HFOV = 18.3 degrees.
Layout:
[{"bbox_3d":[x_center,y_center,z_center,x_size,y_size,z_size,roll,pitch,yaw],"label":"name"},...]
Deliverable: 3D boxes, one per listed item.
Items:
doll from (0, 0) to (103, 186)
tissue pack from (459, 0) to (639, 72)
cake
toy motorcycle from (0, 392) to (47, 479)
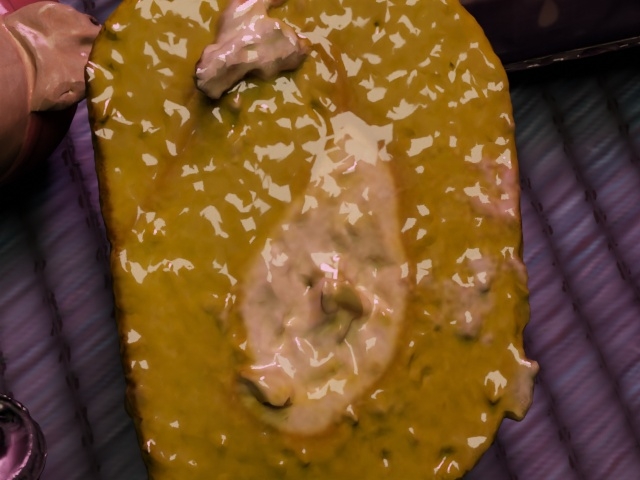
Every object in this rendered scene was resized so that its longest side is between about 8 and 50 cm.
[{"bbox_3d":[-0.230,-0.059,0.925,0.196,0.152,0.256,24,41,25],"label":"doll"},{"bbox_3d":[0.070,-0.203,1.038,0.343,0.125,0.242,-12,61,1],"label":"tissue pack"},{"bbox_3d":[0.000,0.000,0.876,0.179,0.156,0.260,-9,91,3],"label":"cake"},{"bbox_3d":[-0.243,0.109,0.882,0.225,0.073,0.152,13,50,16],"label":"toy motorcycle"}]
